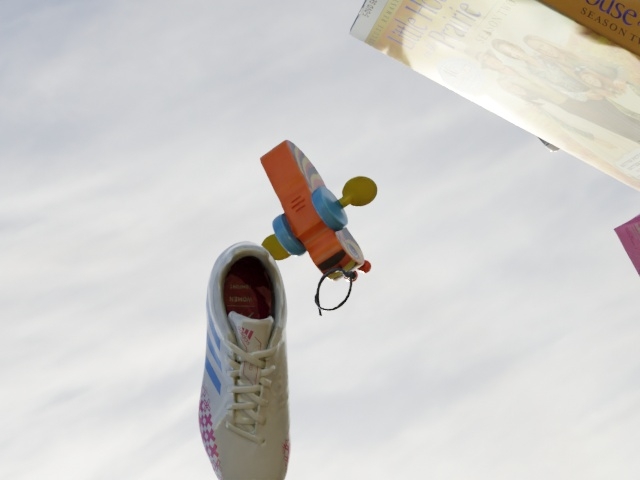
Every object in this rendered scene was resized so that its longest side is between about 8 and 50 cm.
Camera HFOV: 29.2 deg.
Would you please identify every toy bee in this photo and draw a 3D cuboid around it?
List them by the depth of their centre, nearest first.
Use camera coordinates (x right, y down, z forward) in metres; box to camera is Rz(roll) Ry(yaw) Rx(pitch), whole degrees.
[{"bbox_3d":[0.000,0.000,1.842,0.195,0.298,0.162,-14,-27,27],"label":"toy bee"}]

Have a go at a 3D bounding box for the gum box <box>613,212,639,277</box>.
[{"bbox_3d":[0.480,0.034,1.634,0.107,0.188,0.062,-30,-14,15],"label":"gum box"}]

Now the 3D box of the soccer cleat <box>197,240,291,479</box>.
[{"bbox_3d":[-0.094,0.161,1.519,0.116,0.331,0.143,-2,-10,-10],"label":"soccer cleat"}]

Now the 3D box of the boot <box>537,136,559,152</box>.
[{"bbox_3d":[0.345,-0.195,1.683,0.069,0.086,0.190,-46,2,-38],"label":"boot"}]

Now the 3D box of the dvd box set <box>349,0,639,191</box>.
[{"bbox_3d":[0.251,-0.200,1.335,0.062,0.420,0.307,-63,4,-14],"label":"dvd box set"}]
